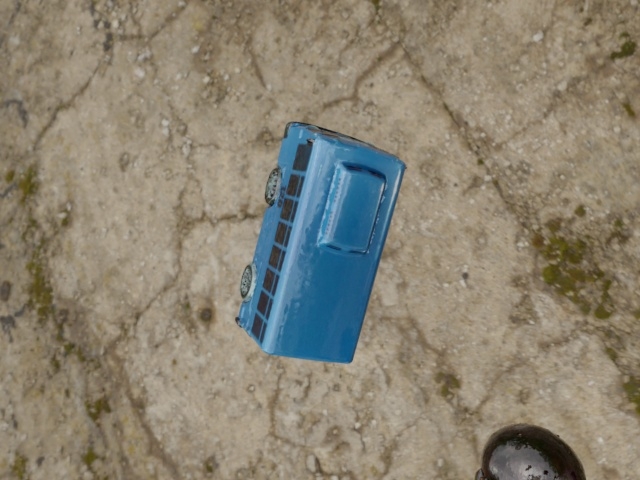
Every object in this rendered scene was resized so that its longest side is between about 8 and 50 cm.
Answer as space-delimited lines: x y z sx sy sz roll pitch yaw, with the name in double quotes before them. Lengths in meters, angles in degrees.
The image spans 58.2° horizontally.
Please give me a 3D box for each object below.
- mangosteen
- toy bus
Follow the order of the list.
"mangosteen" 0.402 0.490 1.134 0.211 0.211 0.250 23 69 38
"toy bus" 0.000 0.000 0.477 0.106 0.090 0.184 -152 75 -66
